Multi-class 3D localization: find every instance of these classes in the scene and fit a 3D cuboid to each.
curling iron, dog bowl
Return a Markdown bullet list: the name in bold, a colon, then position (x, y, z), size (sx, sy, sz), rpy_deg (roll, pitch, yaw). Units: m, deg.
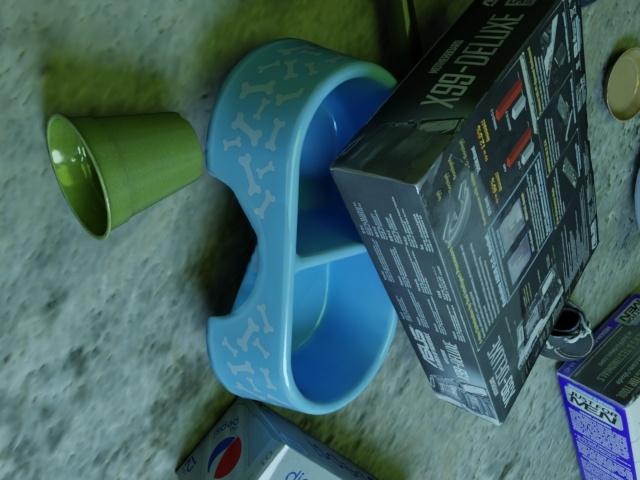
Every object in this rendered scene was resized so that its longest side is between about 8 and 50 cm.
- **curling iron**: position (0.093, -0.120, 0.509), size (0.068, 0.035, 0.274), rpy_deg (-35, 121, -22)
- **dog bowl**: position (0.000, 0.000, 0.441), size (0.166, 0.074, 0.297), rpy_deg (-13, 113, -45)

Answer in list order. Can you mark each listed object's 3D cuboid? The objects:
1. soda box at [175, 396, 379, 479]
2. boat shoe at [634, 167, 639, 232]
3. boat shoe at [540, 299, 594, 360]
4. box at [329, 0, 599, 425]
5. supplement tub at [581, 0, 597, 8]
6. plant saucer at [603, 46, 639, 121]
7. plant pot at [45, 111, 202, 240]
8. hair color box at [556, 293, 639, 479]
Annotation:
- **soda box**: position (0.006, 0.263, 0.543), size (0.098, 0.091, 0.286), rpy_deg (-50, 124, -8)
- **boat shoe**: position (0.499, -0.146, 0.704), size (0.156, 0.136, 0.367), rpy_deg (0, 95, -35)
- **boat shoe**: position (0.285, 0.106, 0.680), size (0.206, 0.065, 0.075), rpy_deg (33, 87, -35)
- **box**: position (0.153, -0.022, 0.490), size (0.242, 0.076, 0.307), rpy_deg (-51, 135, -24)
- **supplement tub**: position (0.186, -0.290, 0.469), size (0.106, 0.106, 0.198), rpy_deg (-50, 124, -8)
- **plant saucer**: position (0.356, -0.182, 0.662), size (0.083, 0.015, 0.083), rpy_deg (-10, 110, -28)
- **plant pot**: position (-0.124, -0.052, 0.378), size (0.079, 0.083, 0.083), rpy_deg (-26, 118, -37)
- **hair color box**: position (0.465, 0.267, 0.818), size (0.185, 0.110, 0.339), rpy_deg (-36, 122, -19)
